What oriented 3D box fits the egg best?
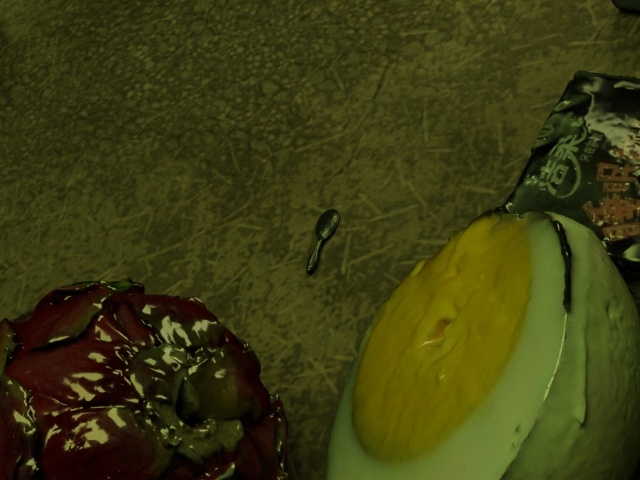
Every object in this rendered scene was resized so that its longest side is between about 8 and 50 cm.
[{"bbox_3d":[0.169,0.147,1.541,0.337,0.201,0.337,-49,26,35],"label":"egg"}]

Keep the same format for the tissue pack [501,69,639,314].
[{"bbox_3d":[0.341,-0.032,1.660,0.332,0.123,0.245,10,54,33],"label":"tissue pack"}]

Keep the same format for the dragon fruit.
[{"bbox_3d":[-0.184,0.187,1.658,0.329,0.329,0.329,-16,47,18],"label":"dragon fruit"}]

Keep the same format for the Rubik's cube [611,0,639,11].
[{"bbox_3d":[0.423,-0.401,1.800,0.293,0.287,0.292,19,65,41],"label":"Rubik's cube"}]

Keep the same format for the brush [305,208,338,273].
[{"bbox_3d":[0.000,0.000,1.910,0.024,0.008,0.083,2,55,28],"label":"brush"}]
